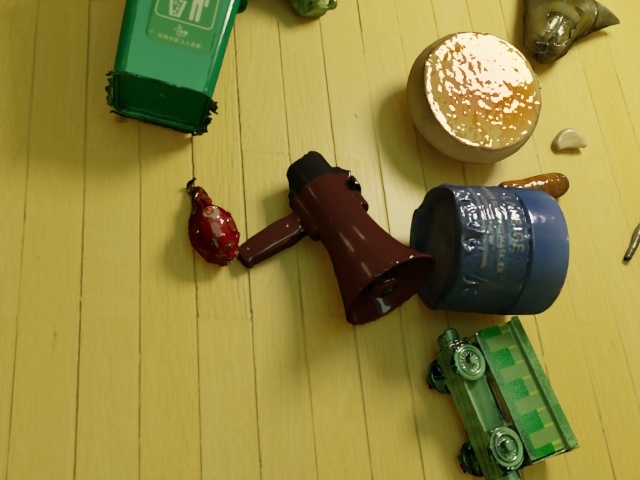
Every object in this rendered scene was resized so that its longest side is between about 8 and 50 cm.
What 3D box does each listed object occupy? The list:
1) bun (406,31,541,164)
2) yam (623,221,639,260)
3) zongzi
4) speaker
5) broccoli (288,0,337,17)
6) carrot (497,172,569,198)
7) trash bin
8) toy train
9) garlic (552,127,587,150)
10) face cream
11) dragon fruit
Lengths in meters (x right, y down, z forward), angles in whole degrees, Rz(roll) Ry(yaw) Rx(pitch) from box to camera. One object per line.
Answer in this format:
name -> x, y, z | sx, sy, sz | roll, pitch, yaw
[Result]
bun -> 0.327, -0.301, 1.637 | 0.298, 0.165, 0.299 | 2, 79, -10
yam -> 0.747, -0.037, 1.726 | 0.027, 0.029, 0.234 | 45, 60, -7
zongzi -> 0.632, -0.517, 1.865 | 0.274, 0.125, 0.251 | 21, 60, -14
speaker -> 0.015, 0.012, 1.421 | 0.259, 0.198, 0.329 | -47, 62, 10
broccoli -> -0.039, -0.634, 1.637 | 0.307, 0.308, 0.275 | -18, 97, -25
carrot -> 0.468, -0.113, 1.656 | 0.186, 0.060, 0.060 | -10, 69, -20
trash bin -> -0.276, -0.418, 1.450 | 0.259, 0.295, 0.381 | 14, 73, -12
toy train -> 0.326, 0.294, 1.384 | 0.202, 0.120, 0.301 | -13, 70, -27
garlic -> 0.582, -0.237, 1.762 | 0.083, 0.041, 0.053 | -11, 83, -14
face cream -> 0.311, 0.019, 1.432 | 0.225, 0.249, 0.249 | 1, 66, -15
dragon fruit -> -0.211, -0.041, 1.384 | 0.094, 0.094, 0.191 | -18, 68, -25
